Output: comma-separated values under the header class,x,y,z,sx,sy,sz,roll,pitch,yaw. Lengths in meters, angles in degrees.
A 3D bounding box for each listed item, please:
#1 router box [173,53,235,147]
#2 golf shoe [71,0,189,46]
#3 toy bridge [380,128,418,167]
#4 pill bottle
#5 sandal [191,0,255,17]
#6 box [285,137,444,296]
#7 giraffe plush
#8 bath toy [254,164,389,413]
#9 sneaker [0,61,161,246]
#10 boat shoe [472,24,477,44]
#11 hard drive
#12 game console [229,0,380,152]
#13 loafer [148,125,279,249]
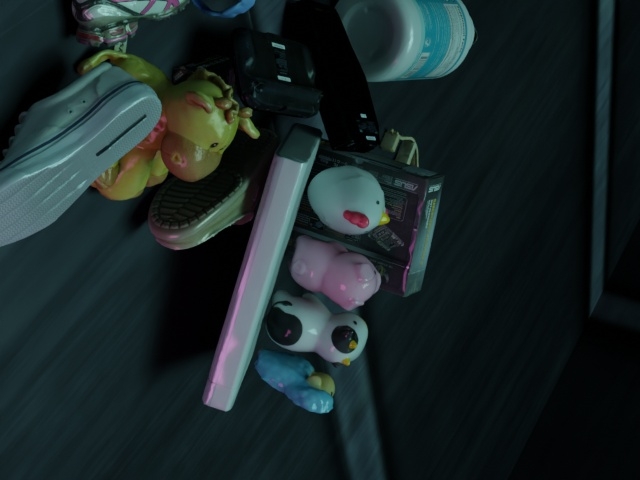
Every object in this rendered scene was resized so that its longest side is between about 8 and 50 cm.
class,x,y,z,sx,sy,sz,roll,pitch,yaw
router box,-0.149,-0.167,1.689,0.092,0.038,0.122,-31,133,-55
golf shoe,-0.200,-0.281,1.468,0.186,0.068,0.086,-43,141,-47
toy bridge,0.148,-0.150,2.349,0.063,0.026,0.188,-67,155,-17
pill bottle,0.137,-0.318,2.043,0.264,0.146,0.146,-13,118,-57
sandal,-0.110,-0.375,1.540,0.138,0.126,0.317,-55,149,-26
box,0.055,-0.038,1.975,0.056,0.231,0.183,-19,123,-57
giraffe plush,-0.166,-0.133,1.513,0.181,0.171,0.210,-32,134,-55
bath toy,0.018,0.067,1.908,0.129,0.151,0.348,-124,-133,-61
sneaker,-0.287,-0.089,1.394,0.258,0.091,0.094,-38,149,-19
boat shoe,0.216,-0.374,2.279,0.223,0.073,0.080,8,95,-70
hard drive,-0.078,0.029,1.822,0.233,0.047,0.353,-71,179,-74
game console,-0.025,-0.228,1.783,0.361,0.044,0.213,-1,72,-64
loafer,-0.128,-0.055,1.730,0.268,0.102,0.092,-47,144,-48
